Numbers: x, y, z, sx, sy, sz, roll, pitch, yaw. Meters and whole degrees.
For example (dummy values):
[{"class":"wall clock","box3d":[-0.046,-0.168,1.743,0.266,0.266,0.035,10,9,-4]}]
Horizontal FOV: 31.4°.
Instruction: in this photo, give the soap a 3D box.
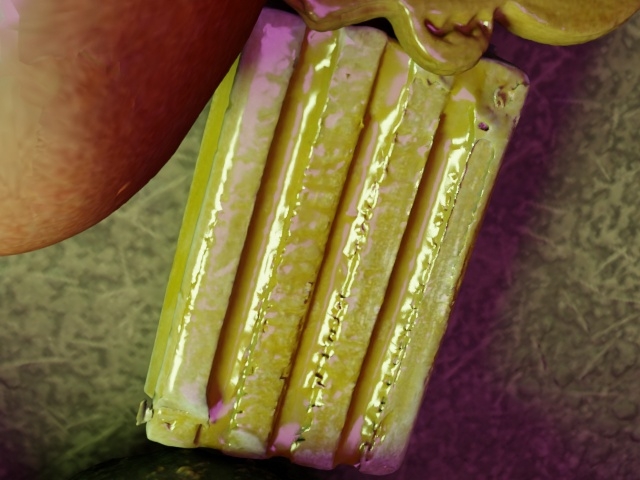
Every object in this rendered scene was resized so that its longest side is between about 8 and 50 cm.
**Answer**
[{"class":"soap","box3d":[0.000,0.000,0.690,0.173,0.089,0.274,11,110,-15]}]

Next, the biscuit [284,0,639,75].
[{"class":"biscuit","box3d":[0.090,-0.179,0.617,0.249,0.035,0.184,1,84,-18]}]

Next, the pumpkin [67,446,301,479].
[{"class":"pumpkin","box3d":[-0.066,0.282,0.707,0.292,0.257,0.327,-19,123,1]}]

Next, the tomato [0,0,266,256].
[{"class":"tomato","box3d":[-0.171,-0.162,0.474,0.341,0.273,0.341,-2,112,-4]}]
